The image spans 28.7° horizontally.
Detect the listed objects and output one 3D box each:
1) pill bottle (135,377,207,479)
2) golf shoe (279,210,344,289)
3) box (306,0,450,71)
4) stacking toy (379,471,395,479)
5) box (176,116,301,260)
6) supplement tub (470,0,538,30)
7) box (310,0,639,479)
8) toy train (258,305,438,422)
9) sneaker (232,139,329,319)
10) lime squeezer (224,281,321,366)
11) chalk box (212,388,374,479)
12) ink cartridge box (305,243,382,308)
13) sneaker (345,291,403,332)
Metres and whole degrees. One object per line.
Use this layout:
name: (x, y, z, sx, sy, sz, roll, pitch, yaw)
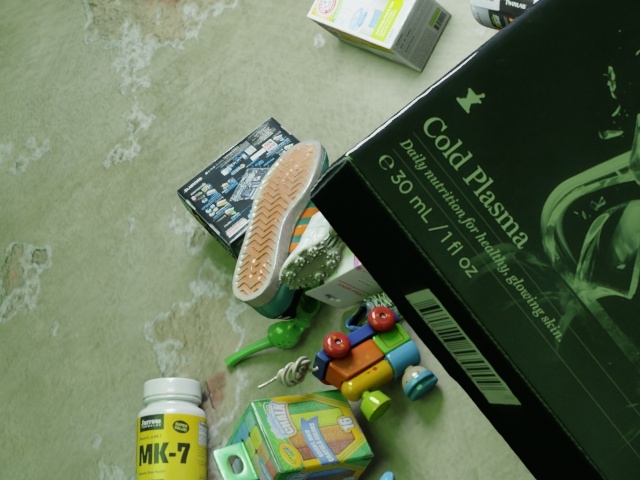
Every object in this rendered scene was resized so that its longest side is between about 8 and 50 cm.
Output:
pill bottle: (-0.251, 0.344, 2.108, 0.119, 0.119, 0.208, -15, 67, 31)
golf shoe: (0.000, 0.000, 1.942, 0.176, 0.069, 0.086, -44, 33, 8)
box: (0.096, -0.379, 2.107, 0.203, 0.103, 0.114, 29, 92, 38)
stacking toy: (0.214, 0.436, 1.718, 0.302, 0.175, 0.165, 4, 48, 10)
box: (-0.112, -0.092, 2.144, 0.220, 0.051, 0.175, -39, 52, -10)
supplement tub: (0.335, -0.367, 1.922, 0.190, 0.117, 0.117, 24, 89, 39)
box: (0.327, -0.032, 1.437, 0.472, 0.297, 0.480, -39, 91, -11)
toy train: (0.047, 0.217, 1.884, 0.248, 0.105, 0.143, -28, 62, -26)
sneaker: (-0.046, -0.014, 2.033, 0.108, 0.121, 0.302, 4, 66, 39)
lime squeezer: (-0.044, 0.113, 2.089, 0.310, 0.059, 0.110, -54, 20, 9)
chalk box: (-0.055, 0.322, 1.892, 0.132, 0.213, 0.132, 63, 141, 32)
ink cartridge box: (0.076, 0.032, 1.977, 0.198, 0.115, 0.067, -28, 58, 25)
sneaker: (0.095, 0.108, 1.975, 0.135, 0.058, 0.052, -42, 55, 17)
